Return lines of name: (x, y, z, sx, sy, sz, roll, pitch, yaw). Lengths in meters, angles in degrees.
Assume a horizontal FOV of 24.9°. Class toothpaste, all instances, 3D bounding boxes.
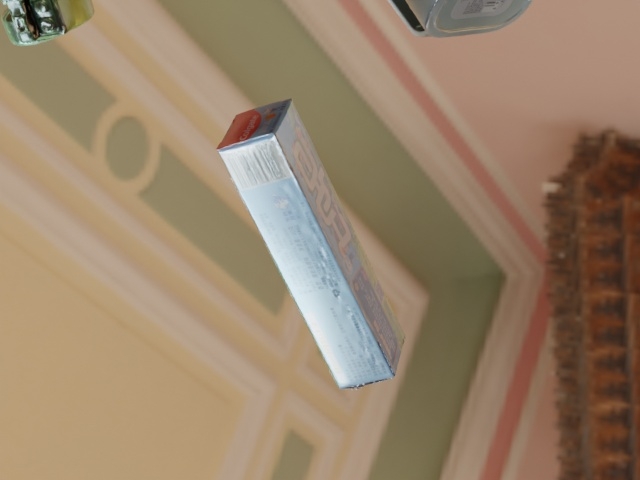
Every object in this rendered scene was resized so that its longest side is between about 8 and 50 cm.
toothpaste: (0.000, 0.000, 0.944, 0.193, 0.044, 0.070, 64, -155, -25)

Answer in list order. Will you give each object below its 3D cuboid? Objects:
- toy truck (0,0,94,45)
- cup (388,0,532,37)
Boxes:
toy truck: (-0.128, -0.235, 0.955, 0.259, 0.135, 0.128, -55, -44, -51)
cup: (0.075, -0.198, 0.952, 0.095, 0.129, 0.128, -10, -33, -33)
